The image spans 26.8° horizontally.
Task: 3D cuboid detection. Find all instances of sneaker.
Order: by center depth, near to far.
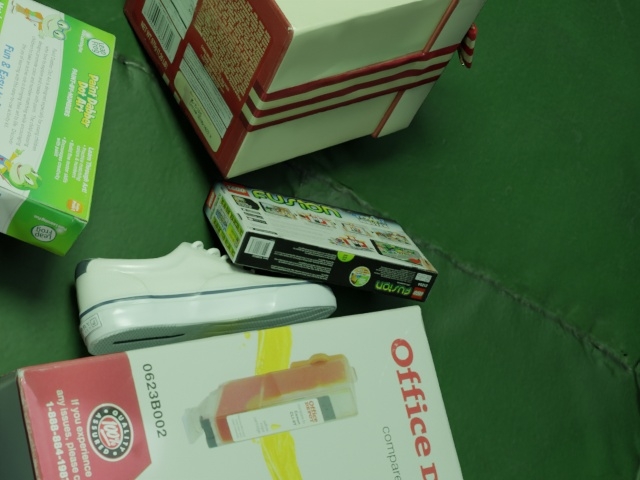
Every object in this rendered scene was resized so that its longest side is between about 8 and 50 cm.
[{"bbox_3d":[-0.100,0.044,1.223,0.258,0.094,0.091,-1,64,-36],"label":"sneaker"}]

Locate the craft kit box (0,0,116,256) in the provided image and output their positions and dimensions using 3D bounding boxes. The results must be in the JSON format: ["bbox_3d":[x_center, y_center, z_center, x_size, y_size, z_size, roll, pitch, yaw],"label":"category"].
[{"bbox_3d":[-0.302,-0.132,1.127,0.246,0.061,0.250,21,41,-21],"label":"craft kit box"}]

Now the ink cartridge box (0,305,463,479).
[{"bbox_3d":[-0.072,0.223,1.141,0.384,0.160,0.279,-7,78,-32],"label":"ink cartridge box"}]

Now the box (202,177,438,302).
[{"bbox_3d":[0.000,0.000,1.286,0.207,0.114,0.036,13,112,-26],"label":"box"}]

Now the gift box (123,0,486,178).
[{"bbox_3d":[-0.016,-0.230,1.271,0.258,0.276,0.255,-20,72,-30],"label":"gift box"}]
